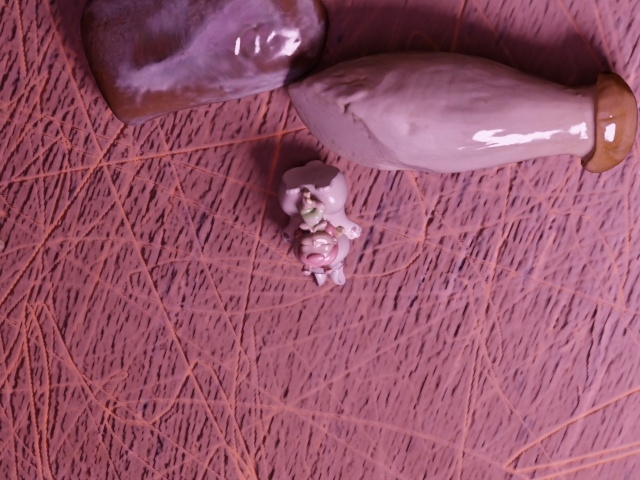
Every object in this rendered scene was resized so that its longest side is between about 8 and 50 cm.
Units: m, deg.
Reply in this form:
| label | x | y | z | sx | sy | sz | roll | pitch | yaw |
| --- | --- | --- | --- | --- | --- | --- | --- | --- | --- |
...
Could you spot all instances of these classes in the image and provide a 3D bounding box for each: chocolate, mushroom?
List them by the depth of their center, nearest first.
| label | x | y | z | sx | sy | sz | roll | pitch | yaw |
| --- | --- | --- | --- | --- | --- | --- | --- | --- | --- |
| mushroom | 0.140 | -0.126 | 1.896 | 0.350 | 0.128 | 0.128 | 4 | 114 | 2 |
| chocolate | -0.121 | -0.203 | 1.920 | 0.254 | 0.080 | 0.157 | -15 | 110 | 14 |

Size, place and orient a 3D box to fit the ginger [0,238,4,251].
| label | x | y | z | sx | sy | sz | roll | pitch | yaw |
| --- | --- | --- | --- | --- | --- | --- | --- | --- | --- |
| ginger | -0.374 | 0.039 | 2.087 | 0.048 | 0.030 | 0.097 | 43 | 114 | -9 |

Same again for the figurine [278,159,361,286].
| label | x | y | z | sx | sy | sz | roll | pitch | yaw |
| --- | --- | --- | --- | --- | --- | --- | --- | --- | --- |
| figurine | -0.010 | 0.000 | 1.984 | 0.081 | 0.098 | 0.146 | 8 | 118 | 26 |
